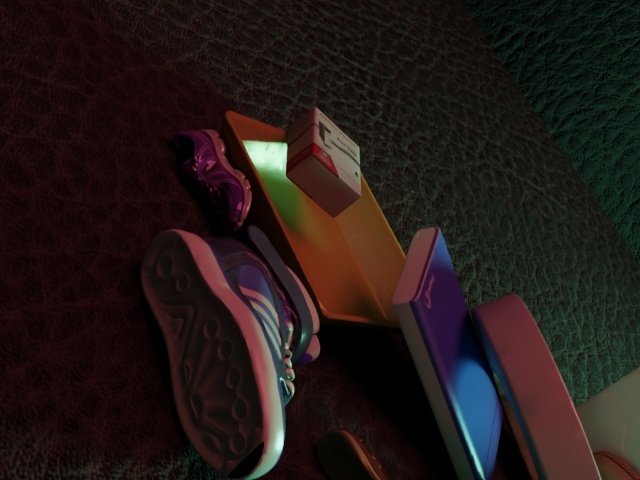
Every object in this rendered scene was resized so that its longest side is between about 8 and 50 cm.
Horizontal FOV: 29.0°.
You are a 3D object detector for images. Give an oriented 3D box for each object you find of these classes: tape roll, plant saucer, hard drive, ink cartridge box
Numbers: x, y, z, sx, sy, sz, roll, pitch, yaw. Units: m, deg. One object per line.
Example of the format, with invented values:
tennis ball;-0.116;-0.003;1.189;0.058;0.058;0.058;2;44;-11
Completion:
tape roll;0.313;0.265;1.760;0.392;0.072;0.392;-21;90;-89
plant saucer;0.000;0.000;1.743;0.332;0.081;0.333;13;45;-56
hard drive;0.183;0.168;1.724;0.210;0.040;0.319;-64;137;-59
ink cartridge box;0.005;-0.112;1.738;0.099;0.056;0.135;40;26;-25

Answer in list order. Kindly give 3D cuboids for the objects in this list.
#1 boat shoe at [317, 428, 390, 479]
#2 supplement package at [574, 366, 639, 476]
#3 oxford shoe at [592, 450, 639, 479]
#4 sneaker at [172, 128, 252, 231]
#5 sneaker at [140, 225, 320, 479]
boat shoe;0.064;0.298;1.451;0.060;0.064;0.178;7;48;-57
supplement package;0.543;0.378;2.062;0.145;0.204;0.262;21;38;-52
oxford shoe;0.468;0.472;1.898;0.130;0.123;0.348;21;37;-42
sneaker;-0.149;-0.078;1.622;0.071;0.068;0.170;2;44;-43
sneaker;-0.056;0.129;1.382;0.236;0.130;0.323;19;34;-46
